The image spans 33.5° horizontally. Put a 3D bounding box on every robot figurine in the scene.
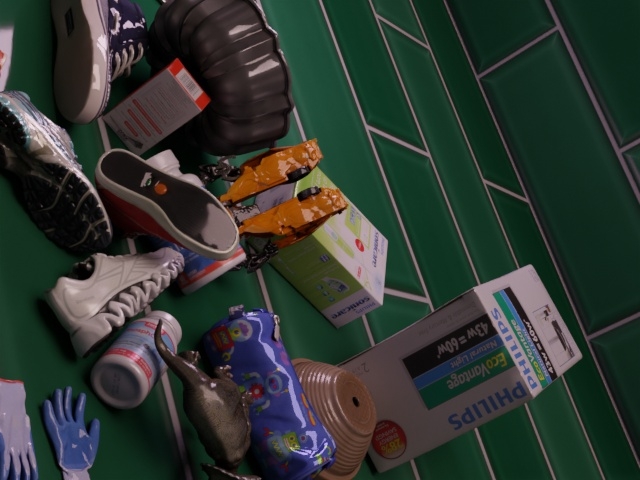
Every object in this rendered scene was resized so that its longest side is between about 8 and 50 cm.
[{"bbox_3d":[-0.109,-0.060,1.897,0.211,0.291,0.085,64,-17,7],"label":"robot figurine"}]

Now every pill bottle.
[{"bbox_3d":[-0.230,-0.032,1.759,0.221,0.124,0.124,58,27,-2],"label":"pill bottle"},{"bbox_3d":[-0.262,0.168,1.545,0.087,0.087,0.160,53,28,-12],"label":"pill bottle"}]

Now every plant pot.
[{"bbox_3d":[0.021,0.304,1.864,0.237,0.110,0.237,39,34,-34],"label":"plant pot"}]

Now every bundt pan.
[{"bbox_3d":[-0.199,-0.292,1.900,0.124,0.331,0.331,-29,88,-31],"label":"bundt pan"}]

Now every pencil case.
[{"bbox_3d":[-0.080,0.252,1.722,0.306,0.133,0.119,65,11,7],"label":"pencil case"}]

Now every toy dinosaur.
[{"bbox_3d":[-0.149,0.246,1.520,0.160,0.121,0.313,-120,-162,-63],"label":"toy dinosaur"}]

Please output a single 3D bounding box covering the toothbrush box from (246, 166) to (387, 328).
[{"bbox_3d":[0.000,0.000,2.116,0.283,0.122,0.206,47,30,-26],"label":"toothbrush box"}]

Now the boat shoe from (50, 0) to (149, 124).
[{"bbox_3d":[-0.360,-0.316,1.811,0.158,0.127,0.340,22,44,-39],"label":"boat shoe"}]

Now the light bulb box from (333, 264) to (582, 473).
[{"bbox_3d":[0.268,0.241,2.067,0.225,0.358,0.361,62,26,9],"label":"light bulb box"}]

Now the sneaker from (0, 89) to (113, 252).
[{"bbox_3d":[-0.393,-0.113,1.584,0.283,0.110,0.122,54,24,-11],"label":"sneaker"}]

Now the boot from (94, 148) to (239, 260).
[{"bbox_3d":[-0.243,-0.025,1.644,0.244,0.176,0.088,32,58,2],"label":"boot"}]

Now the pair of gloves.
[{"bbox_3d":[-0.357,0.255,1.370,0.198,0.023,0.159,25,43,-49],"label":"pair of gloves"}]

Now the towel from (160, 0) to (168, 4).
[{"bbox_3d":[-0.356,-0.605,2.211,0.285,0.034,0.209,46,29,-24],"label":"towel"}]

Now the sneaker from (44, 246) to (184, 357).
[{"bbox_3d":[-0.300,0.060,1.582,0.118,0.110,0.292,47,26,-1],"label":"sneaker"}]

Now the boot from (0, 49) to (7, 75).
[{"bbox_3d":[-0.513,-0.258,1.583,0.084,0.059,0.158,48,28,-31],"label":"boot"}]

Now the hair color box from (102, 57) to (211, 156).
[{"bbox_3d":[-0.280,-0.225,1.814,0.093,0.167,0.053,51,30,-15],"label":"hair color box"}]
